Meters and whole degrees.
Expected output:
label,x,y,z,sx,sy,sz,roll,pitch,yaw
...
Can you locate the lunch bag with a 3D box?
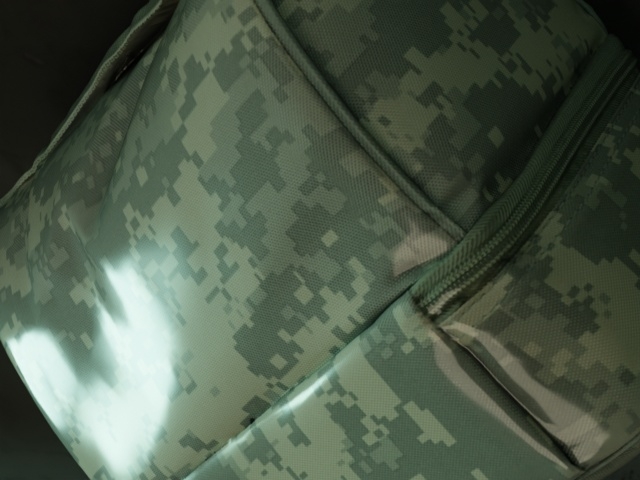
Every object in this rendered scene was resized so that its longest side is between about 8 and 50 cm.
label,x,y,z,sx,sy,sz,roll,pitch,yaw
lunch bag,0.000,0.000,0.603,0.256,0.212,0.305,43,135,-4
